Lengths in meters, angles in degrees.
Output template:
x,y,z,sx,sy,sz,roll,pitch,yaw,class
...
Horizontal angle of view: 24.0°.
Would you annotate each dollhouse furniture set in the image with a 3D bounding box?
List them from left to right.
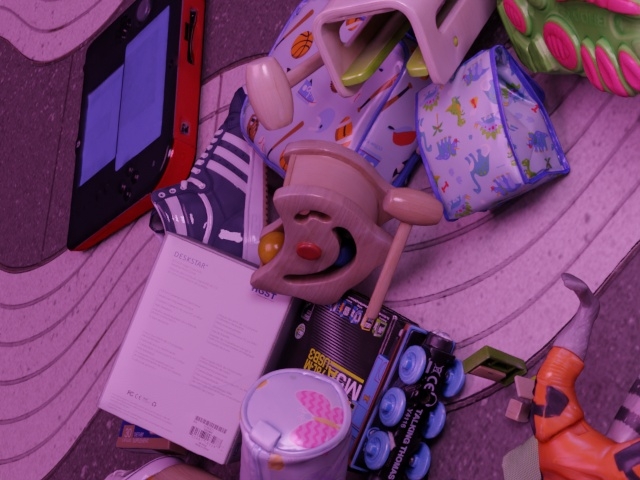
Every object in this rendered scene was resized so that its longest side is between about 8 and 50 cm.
x,y,z,sx,sy,sz,roll,pitch,yaw,class
0.187,0.180,1.481,0.076,0.058,0.152,-39,45,38,dollhouse furniture set

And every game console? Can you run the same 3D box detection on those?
x,y,z,sx,sy,sz,roll,pitch,yaw,class
-0.296,-0.205,2.347,0.342,0.060,0.387,-26,53,45,game console

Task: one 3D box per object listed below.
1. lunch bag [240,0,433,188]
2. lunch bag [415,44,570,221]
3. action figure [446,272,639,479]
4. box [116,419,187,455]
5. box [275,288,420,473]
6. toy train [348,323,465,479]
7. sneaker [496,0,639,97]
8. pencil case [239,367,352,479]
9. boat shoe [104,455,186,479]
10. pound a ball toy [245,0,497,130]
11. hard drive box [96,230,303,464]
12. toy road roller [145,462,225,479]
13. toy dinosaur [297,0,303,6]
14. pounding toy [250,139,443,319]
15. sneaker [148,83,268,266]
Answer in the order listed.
x,y,z,sx,sy,sz,roll,pitch,yaw,class
0.035,-0.169,1.821,0.243,0.115,0.303,-58,37,8,lunch bag
0.172,-0.114,1.585,0.129,0.096,0.151,-28,83,45,lunch bag
0.272,0.241,1.301,0.341,0.178,0.330,28,105,26,action figure
-0.194,0.166,1.964,0.136,0.036,0.225,-9,61,53,box
0.019,0.150,1.743,0.190,0.045,0.184,28,95,57,box
0.085,0.175,1.612,0.105,0.080,0.184,29,98,62,toy train
0.296,-0.258,1.477,0.483,0.202,0.185,-124,18,-63,sneaker
-0.036,0.254,1.601,0.113,0.124,0.273,49,149,32,pencil case
-0.263,0.346,1.995,0.258,0.095,0.084,-43,43,30,boat shoe
0.059,-0.263,1.632,0.208,0.136,0.319,-5,33,32,pound a ball toy
-0.140,0.130,1.830,0.181,0.089,0.232,23,92,13,hard drive box
-0.224,0.424,1.771,0.202,0.240,0.330,13,84,55,toy road roller
-0.011,-0.334,2.049,0.090,0.047,0.082,-6,54,18,toy dinosaur
0.000,0.000,1.645,0.269,0.154,0.155,-41,30,49,pounding toy
-0.146,-0.087,1.974,0.099,0.153,0.282,99,171,-61,sneaker
